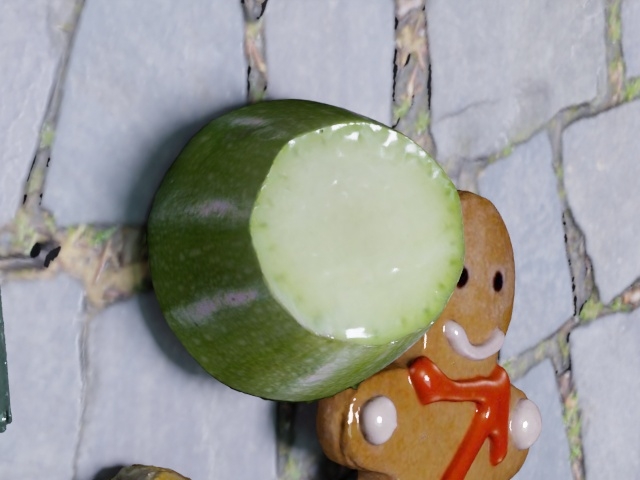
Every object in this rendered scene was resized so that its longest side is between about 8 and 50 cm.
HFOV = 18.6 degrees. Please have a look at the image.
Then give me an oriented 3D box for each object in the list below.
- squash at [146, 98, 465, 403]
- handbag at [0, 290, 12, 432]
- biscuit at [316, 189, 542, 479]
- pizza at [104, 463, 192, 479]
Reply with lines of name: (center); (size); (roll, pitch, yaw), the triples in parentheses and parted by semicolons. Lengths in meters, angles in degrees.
squash: (0.000, 0.000, 1.039); (0.170, 0.123, 0.170); (3, 82, -21)
handbag: (-0.259, 0.003, 0.857); (0.247, 0.079, 0.260); (-16, 113, -38)
biscuit: (0.069, 0.129, 1.175); (0.205, 0.049, 0.324); (18, 78, -52)
pizza: (-0.106, 0.250, 1.069); (0.287, 0.074, 0.251); (-24, 114, -38)
